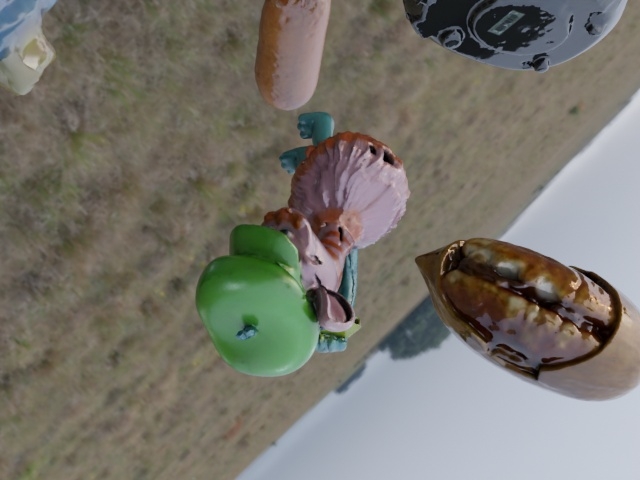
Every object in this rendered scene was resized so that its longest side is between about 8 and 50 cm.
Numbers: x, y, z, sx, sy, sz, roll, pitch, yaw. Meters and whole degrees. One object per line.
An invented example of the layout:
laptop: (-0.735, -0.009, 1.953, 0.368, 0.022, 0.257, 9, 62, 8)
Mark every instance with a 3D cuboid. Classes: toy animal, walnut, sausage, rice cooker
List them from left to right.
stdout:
sausage: (-0.032, -0.220, 0.964, 0.076, 0.076, 0.197, -42, 166, -24)
toy animal: (0.000, 0.000, 0.490, 0.100, 0.103, 0.208, -4, -151, 12)
rice cooker: (0.133, -0.201, 0.629, 0.203, 0.118, 0.142, 11, 153, -29)
walnut: (0.170, 0.058, 0.703, 0.116, 0.207, 0.116, -54, 161, -27)

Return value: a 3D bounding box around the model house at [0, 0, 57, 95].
model house: (-0.377, -0.113, 0.512, 0.382, 0.342, 0.334, -42, -160, 40)
